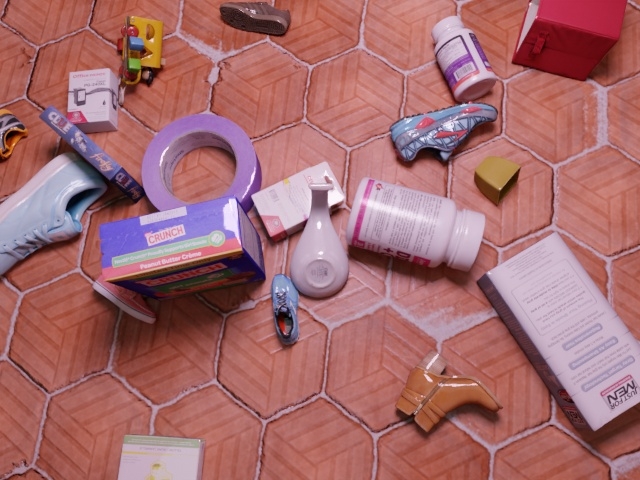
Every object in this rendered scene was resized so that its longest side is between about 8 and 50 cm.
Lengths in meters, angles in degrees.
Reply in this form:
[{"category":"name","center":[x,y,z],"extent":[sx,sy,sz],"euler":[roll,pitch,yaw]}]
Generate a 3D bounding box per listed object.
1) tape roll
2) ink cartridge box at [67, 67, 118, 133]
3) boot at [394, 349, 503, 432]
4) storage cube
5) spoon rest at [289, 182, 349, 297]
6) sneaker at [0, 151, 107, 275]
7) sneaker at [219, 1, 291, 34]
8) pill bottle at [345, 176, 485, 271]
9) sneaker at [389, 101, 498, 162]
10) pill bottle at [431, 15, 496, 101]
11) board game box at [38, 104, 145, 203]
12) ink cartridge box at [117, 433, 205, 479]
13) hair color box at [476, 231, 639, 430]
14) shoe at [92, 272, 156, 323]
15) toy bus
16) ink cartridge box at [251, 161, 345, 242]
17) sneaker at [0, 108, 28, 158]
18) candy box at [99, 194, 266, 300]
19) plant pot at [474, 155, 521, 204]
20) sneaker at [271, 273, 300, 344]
[{"category":"tape roll","center":[-0.284,-0.163,1.340],"extent":[0.275,0.090,0.275],"euler":[-1,76,2]},{"category":"ink cartridge box","center":[-0.582,-0.358,1.420],"extent":[0.109,0.063,0.150],"euler":[-5,75,2]},{"category":"boot","center":[0.272,0.349,1.188],"extent":[0.197,0.073,0.152],"euler":[32,78,23]},{"category":"storage cube","center":[0.602,-0.531,1.342],"extent":[0.193,0.183,0.215],"euler":[17,76,6]},{"category":"spoon rest","center":[0.000,0.000,1.253],"extent":[0.137,0.084,0.276],"euler":[1,108,-2]},{"category":"sneaker","center":[-0.656,-0.039,1.305],"extent":[0.150,0.135,0.366],"euler":[34,80,14]},{"category":"sneaker","center":[-0.171,-0.600,1.472],"extent":[0.188,0.066,0.071],"euler":[17,60,2]},{"category":"pill bottle","center":[0.210,-0.032,1.243],"extent":[0.283,0.160,0.160],"euler":[16,77,7]},{"category":"sneaker","center":[0.304,-0.255,1.344],"extent":[0.262,0.104,0.125],"euler":[-13,92,4]},{"category":"pill bottle","center":[0.348,-0.452,1.372],"extent":[0.108,0.108,0.193],"euler":[-20,75,-2]},{"category":"board game box","center":[-0.539,-0.203,1.325],"extent":[0.243,0.165,0.042],"euler":[40,81,11]},{"category":"ink cartridge box","center":[-0.344,0.540,1.178],"extent":[0.171,0.056,0.235],"euler":[2,73,3]},{"category":"hair color box","center":[0.528,0.191,1.193],"extent":[0.185,0.113,0.374],"euler":[-30,75,-5]},{"category":"shoe","center":[-0.441,0.117,1.287],"extent":[0.178,0.063,0.081],"euler":[30,84,14]},{"category":"toy bus","center":[-0.453,-0.472,1.419],"extent":[0.104,0.202,0.191],"euler":[0,65,-28]},{"category":"ink cartridge box","center":[-0.049,-0.093,1.321],"extent":[0.198,0.067,0.115],"euler":[-26,76,-2]},{"category":"sneaker","center":[-0.828,-0.230,1.392],"extent":[0.083,0.084,0.215],"euler":[31,78,5]},{"category":"candy box","center":[-0.270,0.030,1.170],"extent":[0.268,0.317,0.122],"euler":[-12,75,0]},{"category":"plant pot","center":[0.410,-0.150,1.308],"extent":[0.083,0.081,0.081],"euler":[38,80,24]},{"category":"sneaker","center":[-0.078,0.152,1.254],"extent":[0.063,0.073,0.162],"euler":[-12,75,0]}]
